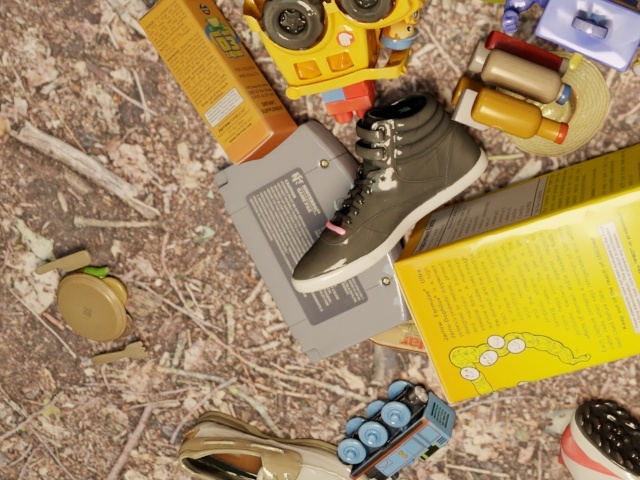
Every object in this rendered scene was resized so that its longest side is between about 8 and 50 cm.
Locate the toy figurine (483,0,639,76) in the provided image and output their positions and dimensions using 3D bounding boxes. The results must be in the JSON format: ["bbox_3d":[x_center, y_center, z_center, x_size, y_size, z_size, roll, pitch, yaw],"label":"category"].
[{"bbox_3d":[0.288,-0.282,1.276,0.362,0.217,0.191,27,119,7],"label":"toy figurine"}]

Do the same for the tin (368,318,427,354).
[{"bbox_3d":[0.135,0.102,1.604,0.189,0.040,0.106,10,111,17],"label":"tin"}]

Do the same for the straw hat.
[{"bbox_3d":[0.276,-0.159,1.423,0.144,0.061,0.144,8,115,17],"label":"straw hat"}]

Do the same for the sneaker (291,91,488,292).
[{"bbox_3d":[0.056,-0.069,1.437,0.296,0.104,0.147,-39,116,-7],"label":"sneaker"}]

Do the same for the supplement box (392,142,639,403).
[{"bbox_3d":[0.297,0.031,1.402,0.356,0.194,0.195,-18,104,20],"label":"supplement box"}]

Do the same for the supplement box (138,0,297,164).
[{"bbox_3d":[-0.133,-0.215,1.515,0.080,0.078,0.233,-39,83,28],"label":"supplement box"}]

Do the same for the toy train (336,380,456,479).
[{"bbox_3d":[0.104,0.280,1.670,0.105,0.080,0.184,41,120,-7],"label":"toy train"}]

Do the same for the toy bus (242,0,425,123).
[{"bbox_3d":[0.044,-0.251,1.432,0.220,0.149,0.211,-12,121,22],"label":"toy bus"}]

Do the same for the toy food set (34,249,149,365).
[{"bbox_3d":[-0.342,0.098,1.783,0.132,0.038,0.192,-15,112,33],"label":"toy food set"}]

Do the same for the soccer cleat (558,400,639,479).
[{"bbox_3d":[0.424,0.355,1.507,0.318,0.108,0.116,53,144,33],"label":"soccer cleat"}]

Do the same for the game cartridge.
[{"bbox_3d":[0.000,0.000,1.576,0.198,0.062,0.297,-27,92,24],"label":"game cartridge"}]

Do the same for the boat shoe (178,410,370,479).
[{"bbox_3d":[-0.068,0.352,1.748,0.302,0.103,0.113,14,116,14],"label":"boat shoe"}]

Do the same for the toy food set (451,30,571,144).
[{"bbox_3d":[0.225,-0.174,1.360,0.104,0.232,0.111,20,96,-4],"label":"toy food set"}]
